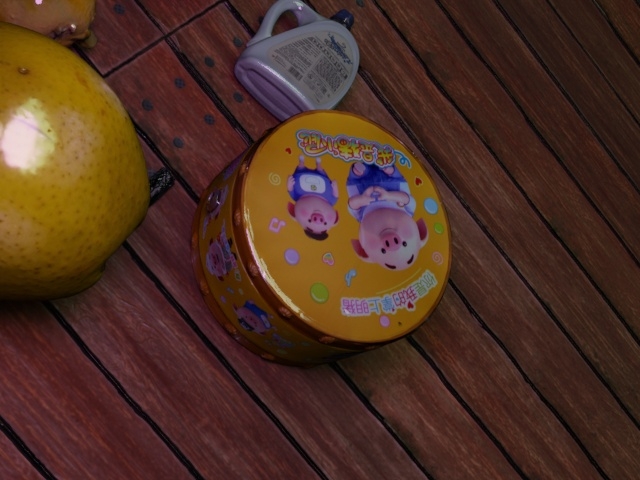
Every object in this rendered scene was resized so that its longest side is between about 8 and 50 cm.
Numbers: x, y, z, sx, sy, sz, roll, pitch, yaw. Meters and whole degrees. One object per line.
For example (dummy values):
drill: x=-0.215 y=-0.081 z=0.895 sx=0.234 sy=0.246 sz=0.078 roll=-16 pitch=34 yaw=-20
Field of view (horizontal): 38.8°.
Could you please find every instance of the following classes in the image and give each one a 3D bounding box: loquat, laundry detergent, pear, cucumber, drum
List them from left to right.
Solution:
pear: x=-0.436 y=-0.108 z=1.231 sx=0.418 sy=0.362 sz=0.362 roll=44 pitch=55 yaw=-15
loquat: x=-0.439 y=-0.383 z=1.460 sx=0.204 sy=0.149 sz=0.172 roll=43 pitch=52 yaw=-30
cucumber: x=-0.303 y=-0.064 z=1.501 sx=0.039 sy=0.043 sz=0.163 roll=22 pitch=49 yaw=26
laundry detergent: x=-0.024 y=-0.364 z=1.746 sx=0.215 sy=0.105 sz=0.280 roll=39 pitch=58 yaw=-13
drum: x=0.000 y=0.000 z=1.563 sx=0.431 sy=0.214 sz=0.431 roll=11 pitch=67 yaw=-28
